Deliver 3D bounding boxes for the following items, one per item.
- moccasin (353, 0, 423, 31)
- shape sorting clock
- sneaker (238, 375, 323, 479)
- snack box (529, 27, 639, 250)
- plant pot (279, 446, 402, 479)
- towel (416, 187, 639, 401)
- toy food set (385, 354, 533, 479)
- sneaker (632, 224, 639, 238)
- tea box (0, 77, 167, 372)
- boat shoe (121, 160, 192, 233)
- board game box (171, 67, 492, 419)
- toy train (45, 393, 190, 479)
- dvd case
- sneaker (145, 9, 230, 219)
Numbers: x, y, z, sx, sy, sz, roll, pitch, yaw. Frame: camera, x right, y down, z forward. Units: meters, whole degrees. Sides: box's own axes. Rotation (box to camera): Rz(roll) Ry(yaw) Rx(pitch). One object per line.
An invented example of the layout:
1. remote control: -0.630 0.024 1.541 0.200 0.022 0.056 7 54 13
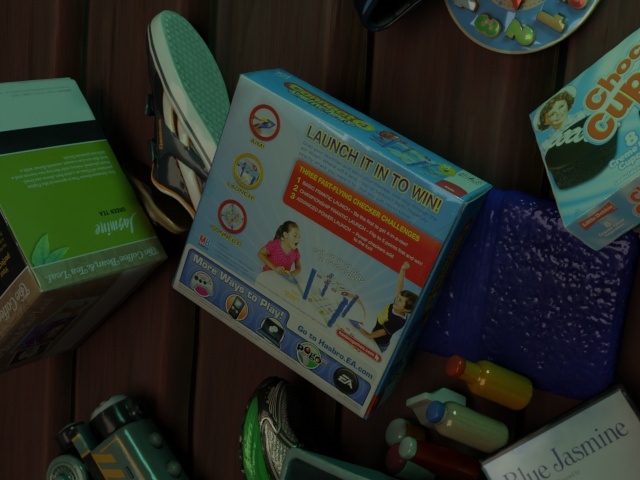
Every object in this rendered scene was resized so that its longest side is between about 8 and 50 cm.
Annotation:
1. moccasin: 0.165 -0.326 1.002 0.342 0.137 0.117 -29 55 51
2. shape sorting clock: 0.225 -0.312 1.053 0.206 0.040 0.206 5 99 31
3. sneaker: 0.008 0.332 1.242 0.146 0.134 0.344 -24 92 26
4. snack box: 0.359 -0.151 0.917 0.322 0.060 0.187 -40 33 30
5. plant pot: 0.096 0.395 1.068 0.247 0.252 0.248 0 76 60
6. towel: 0.209 0.044 1.099 0.308 0.076 0.228 16 112 29
7. toy food set: 0.129 0.215 1.101 0.232 0.104 0.111 -33 38 50
8. sneaker: 0.390 0.002 0.955 0.111 0.129 0.297 -19 66 52
9. tea box: -0.450 -0.010 1.389 0.329 0.220 0.324 -38 75 41
10. boat shoe: -0.244 -0.055 1.380 0.153 0.056 0.048 41 125 23
11. board game box: 0.000 0.000 1.117 0.308 0.086 0.302 32 118 20
12. toy train: -0.270 0.394 1.416 0.190 0.142 0.334 -40 73 17
13. dvd case: 0.309 0.303 1.001 0.180 0.022 0.253 -32 78 9
14. sneaker: -0.183 -0.146 1.284 0.127 0.126 0.321 -25 84 27
